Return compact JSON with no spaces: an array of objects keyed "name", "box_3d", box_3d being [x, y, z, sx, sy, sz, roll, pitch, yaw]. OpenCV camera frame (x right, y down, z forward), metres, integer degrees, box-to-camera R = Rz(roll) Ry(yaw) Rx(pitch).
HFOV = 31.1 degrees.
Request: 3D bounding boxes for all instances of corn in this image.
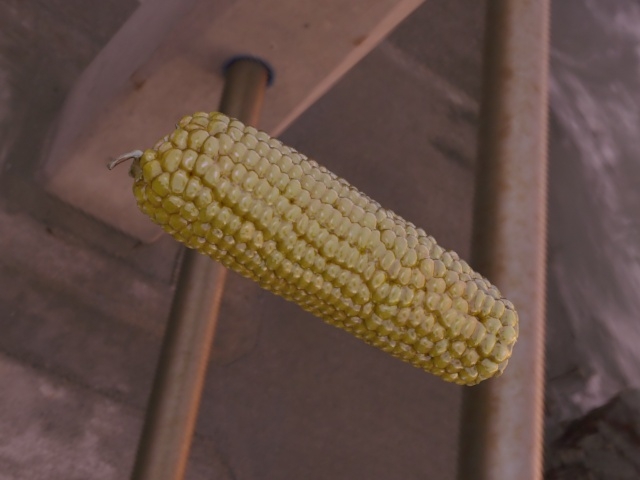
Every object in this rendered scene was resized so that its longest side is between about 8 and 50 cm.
[{"name":"corn","box_3d":[0.000,0.000,0.815,0.310,0.101,0.101,27,50,-9]}]
